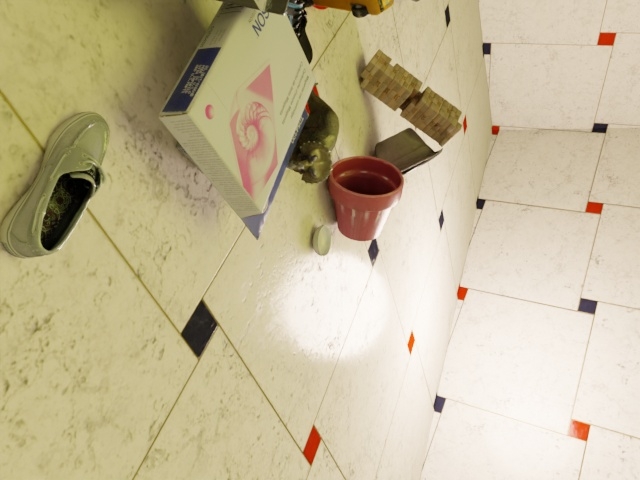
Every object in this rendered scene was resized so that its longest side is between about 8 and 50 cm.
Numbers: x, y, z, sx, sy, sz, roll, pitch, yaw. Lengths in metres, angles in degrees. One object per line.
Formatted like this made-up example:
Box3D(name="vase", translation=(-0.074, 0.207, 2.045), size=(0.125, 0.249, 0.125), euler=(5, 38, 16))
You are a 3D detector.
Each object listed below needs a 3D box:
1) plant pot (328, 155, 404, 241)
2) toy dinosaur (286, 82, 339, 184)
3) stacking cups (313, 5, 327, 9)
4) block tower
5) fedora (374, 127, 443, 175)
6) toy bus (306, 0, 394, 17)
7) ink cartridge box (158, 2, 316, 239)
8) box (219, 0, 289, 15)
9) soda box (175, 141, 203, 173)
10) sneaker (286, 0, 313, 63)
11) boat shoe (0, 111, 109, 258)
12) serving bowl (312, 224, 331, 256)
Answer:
Box3D(name="plant pot", translation=(0.118, -0.106, 1.565), size=(0.201, 0.201, 0.180), euler=(-56, 157, -46))
Box3D(name="toy dinosaur", translation=(-0.021, -0.226, 1.265), size=(0.121, 0.160, 0.313), euler=(70, 33, -44))
Box3D(name="stacking cups", translation=(0.050, -0.703, 1.426), size=(0.096, 0.096, 0.316), euler=(54, 47, -54))
Box3D(name="block tower", translation=(0.276, -0.431, 1.728), size=(0.335, 0.091, 0.097), euler=(36, 49, -8))
Box3D(name="fedora", translation=(0.258, -0.279, 1.817), size=(0.124, 0.244, 0.275), euler=(64, 11, 1))
Box3D(name="toy bus", translation=(0.031, -0.542, 1.142), size=(0.130, 0.333, 0.108), euler=(-40, 133, -16))
Box3D(name="ink cartridge box", translation=(-0.102, -0.219, 0.980), size=(0.330, 0.071, 0.324), euler=(56, 45, -49))
Box3D(name="box", translation=(-0.161, -0.453, 0.740), size=(0.308, 0.076, 0.242), euler=(2, 128, -30))
Box3D(name="soda box", translation=(-0.159, -0.264, 1.042), size=(0.091, 0.098, 0.286), euler=(49, 50, -55))
Box3D(name="sneaker", translation=(-0.076, -0.460, 1.142), size=(0.341, 0.140, 0.125), euler=(48, 49, -58))
Box3D(name="boat shoe", translation=(-0.323, -0.074, 0.744), size=(0.079, 0.081, 0.227), euler=(58, 44, -51))
Box3D(name="serving bowl", translation=(0.000, 0.000, 1.500), size=(0.083, 0.027, 0.083), euler=(4, 90, -65))
